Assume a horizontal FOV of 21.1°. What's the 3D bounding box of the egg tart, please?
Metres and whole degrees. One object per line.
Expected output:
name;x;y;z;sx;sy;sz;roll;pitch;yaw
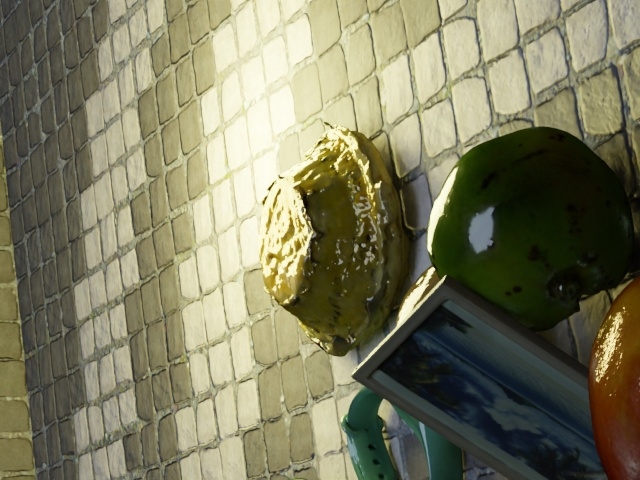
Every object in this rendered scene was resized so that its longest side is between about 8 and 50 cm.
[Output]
egg tart;0.000;0.001;2.446;0.341;0.132;0.341;7;98;62

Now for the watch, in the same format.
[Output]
watch;0.112;0.281;2.323;0.237;0.068;0.195;47;133;45

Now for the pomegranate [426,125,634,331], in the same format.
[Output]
pomegranate;0.230;-0.033;1.952;0.302;0.236;0.236;-100;24;-58

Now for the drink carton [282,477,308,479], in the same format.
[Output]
drink carton;-0.014;0.434;2.441;0.185;0.191;0.189;68;165;-8

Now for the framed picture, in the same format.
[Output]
framed picture;0.214;0.182;1.942;0.232;0.315;0.024;-51;9;49

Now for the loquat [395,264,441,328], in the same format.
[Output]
loquat;0.175;0.123;2.094;0.179;0.179;0.227;-35;52;56

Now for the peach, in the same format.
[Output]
peach;0.374;0.154;1.668;0.281;0.238;0.281;25;126;41
